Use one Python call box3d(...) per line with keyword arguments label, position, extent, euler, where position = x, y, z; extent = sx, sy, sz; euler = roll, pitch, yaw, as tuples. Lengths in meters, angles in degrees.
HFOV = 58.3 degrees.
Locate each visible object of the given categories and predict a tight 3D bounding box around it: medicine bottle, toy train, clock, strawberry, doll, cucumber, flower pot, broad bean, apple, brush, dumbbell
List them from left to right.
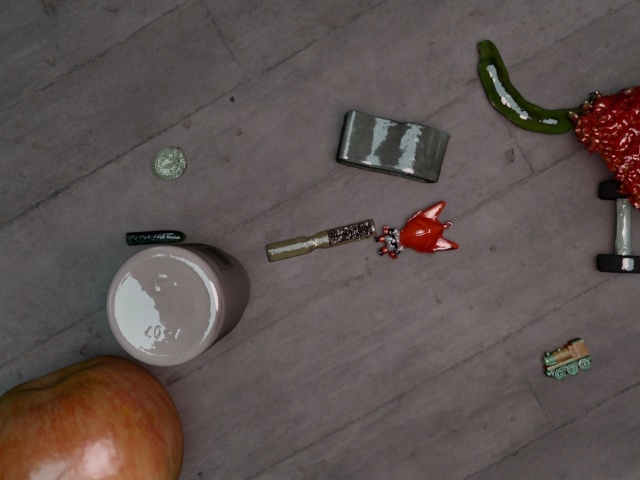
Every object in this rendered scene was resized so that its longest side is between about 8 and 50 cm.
box3d(label="apple", position=(-0.465, 0.418, 1.121), extent=(0.391, 0.391, 0.347), euler=(-22, 90, 3))
box3d(label="cucumber", position=(-0.368, -0.006, 1.286), extent=(0.133, 0.032, 0.032), euler=(-2, 90, 3))
box3d(label="clock", position=(-0.343, -0.173, 1.295), extent=(0.083, 0.010, 0.074), euler=(-23, 89, 4))
box3d(label="medicine bottle", position=(-0.254, 0.110, 1.125), extent=(0.208, 0.339, 0.208), euler=(0, 90, 3))
box3d(label="brush", position=(0.000, 0.000, 1.263), extent=(0.248, 0.036, 0.043), euler=(-13, 85, 3))
box3d(label="flower pot", position=(0.150, -0.196, 1.220), extent=(0.229, 0.103, 0.108), euler=(14, 91, 2))
box3d(label="doll", position=(0.203, -0.011, 1.239), extent=(0.169, 0.057, 0.109), euler=(-17, 92, 2))
box3d(label="broad bean", position=(0.447, -0.312, 1.234), extent=(0.292, 0.049, 0.144), euler=(26, 85, 1))
box3d(label="toy train", position=(0.525, 0.256, 1.230), extent=(0.103, 0.044, 0.064), euler=(-23, 86, 1))
box3d(label="dumbbell", position=(0.631, -0.028, 1.194), extent=(0.100, 0.100, 0.191), euler=(0, 90, 3))
box3d(label="strawberry", position=(0.657, -0.186, 1.116), extent=(0.233, 0.138, 0.306), euler=(-14, 60, -25))
